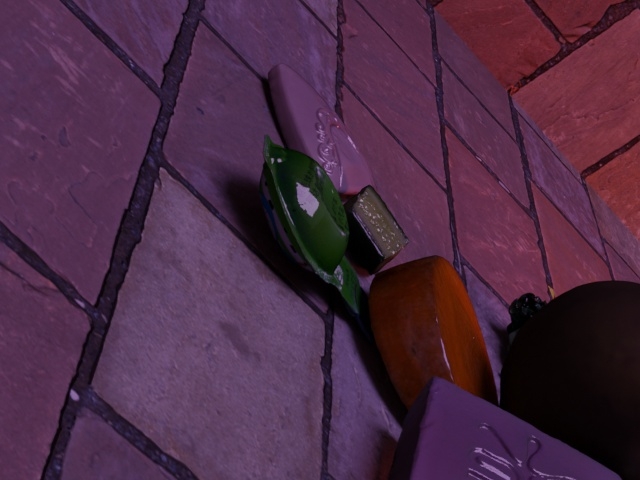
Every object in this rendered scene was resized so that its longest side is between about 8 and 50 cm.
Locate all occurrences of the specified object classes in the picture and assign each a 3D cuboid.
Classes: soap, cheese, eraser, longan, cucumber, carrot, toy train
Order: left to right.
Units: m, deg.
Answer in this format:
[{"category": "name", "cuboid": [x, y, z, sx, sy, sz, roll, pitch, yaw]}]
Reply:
[{"category": "eraser", "cuboid": [-0.004, -0.175, 2.084, 0.243, 0.059, 0.204, 62, 22, 10]}, {"category": "cheese", "cuboid": [0.000, 0.000, 1.795, 0.320, 0.083, 0.204, 61, 15, -25]}, {"category": "cucumber", "cuboid": [0.067, -0.012, 1.984, 0.115, 0.062, 0.116, 53, 28, 3]}, {"category": "carrot", "cuboid": [0.166, 0.170, 1.854, 0.258, 0.100, 0.307, 35, 38, -55]}, {"category": "soap", "cuboid": [0.214, 0.329, 1.569, 0.285, 0.107, 0.296, 29, 29, -4]}, {"category": "toy train", "cuboid": [0.410, 0.210, 2.294, 0.269, 0.115, 0.154, 49, 22, -26]}, {"category": "longan", "cuboid": [0.409, 0.238, 1.825, 0.361, 0.361, 0.361, 44, 23, -24]}]
